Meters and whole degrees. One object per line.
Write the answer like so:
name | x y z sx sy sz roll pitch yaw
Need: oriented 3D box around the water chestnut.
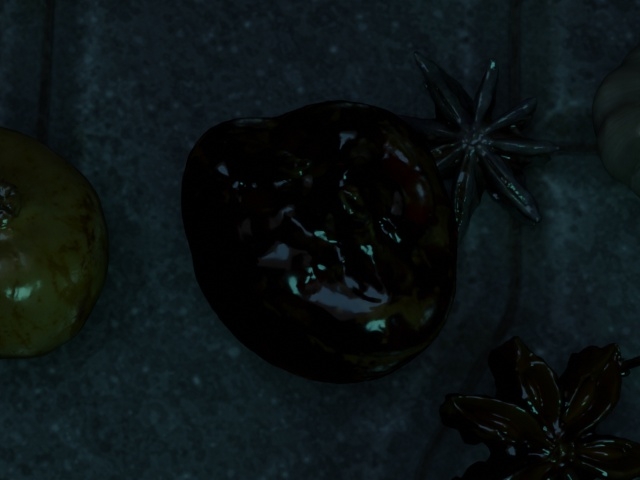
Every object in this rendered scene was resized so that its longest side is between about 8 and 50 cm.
water chestnut | 0.000 0.000 1.777 0.289 0.244 0.289 0 90 28

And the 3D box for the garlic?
garlic | 0.374 -0.111 1.816 0.227 0.152 0.228 0 62 1

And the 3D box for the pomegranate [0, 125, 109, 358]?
pomegranate | -0.320 0.001 1.828 0.248 0.248 0.248 -1 78 6

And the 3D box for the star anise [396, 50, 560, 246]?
star anise | 0.147 -0.087 1.883 0.204 0.061 0.181 36 91 14

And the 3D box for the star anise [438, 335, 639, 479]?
star anise | 0.208 0.192 1.790 0.220 0.126 0.190 7 77 -21
